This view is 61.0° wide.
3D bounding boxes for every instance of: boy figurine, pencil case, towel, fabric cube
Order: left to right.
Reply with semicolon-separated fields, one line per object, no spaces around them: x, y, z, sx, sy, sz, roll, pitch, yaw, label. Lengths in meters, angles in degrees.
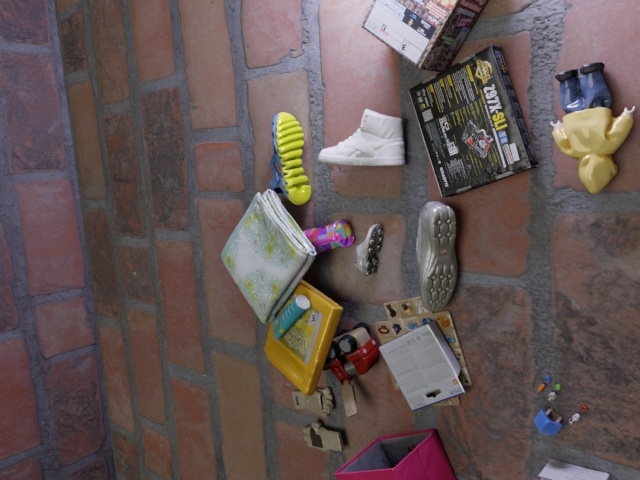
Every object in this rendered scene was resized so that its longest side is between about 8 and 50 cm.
-0.193;0.055;1.885;0.320;0.090;0.374;54;128;29;towel
0.000;0.000;1.828;0.236;0.104;0.104;-18;87;42;pencil case
0.249;0.767;1.664;0.254;0.259;0.258;-29;82;41;fabric cube
0.616;-0.251;1.222;0.177;0.092;0.285;-12;92;43;boy figurine

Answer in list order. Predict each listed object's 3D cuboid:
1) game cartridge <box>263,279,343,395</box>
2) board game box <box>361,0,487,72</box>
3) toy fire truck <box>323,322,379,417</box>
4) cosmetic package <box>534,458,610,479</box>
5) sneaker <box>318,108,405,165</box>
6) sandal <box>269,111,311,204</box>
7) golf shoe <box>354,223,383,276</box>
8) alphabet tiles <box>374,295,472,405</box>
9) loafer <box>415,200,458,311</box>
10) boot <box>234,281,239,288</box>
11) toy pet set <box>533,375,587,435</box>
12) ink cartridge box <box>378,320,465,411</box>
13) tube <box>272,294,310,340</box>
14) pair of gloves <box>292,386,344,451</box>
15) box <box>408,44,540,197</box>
-0.072;0.314;1.851;0.285;0.053;0.323;30;105;47;game cartridge
0.284;-0.625;1.405;0.232;0.141;0.291;46;126;25;board game box
0.104;0.434;1.809;0.217;0.158;0.246;-32;90;41;toy fire truck
0.622;0.672;1.353;0.151;0.184;0.151;-2;98;42;cosmetic package
0.124;-0.312;1.651;0.293;0.108;0.169;5;101;31;sneaker
-0.129;-0.278;1.871;0.138;0.126;0.317;2;99;46;sandal
0.144;0.023;1.727;0.086;0.069;0.176;30;117;41;golf shoe
0.311;0.345;1.682;0.285;0.011;0.342;-19;87;43;alphabet tiles
0.327;0.045;1.551;0.111;0.112;0.319;-130;40;-70;loafer
-0.194;0.182;2.053;0.283;0.109;0.220;-38;78;33;boot
0.599;0.439;1.404;0.122;0.065;0.114;39;123;30;toy pet set
0.312;0.384;1.650;0.223;0.045;0.223;-36;76;41;ink cartridge box
-0.108;0.258;1.836;0.207;0.052;0.080;-49;36;40;tube
-0.005;0.665;2.016;0.204;0.042;0.240;-22;82;46;pair of gloves
0.394;-0.301;1.421;0.257;0.079;0.321;-20;86;41;box
